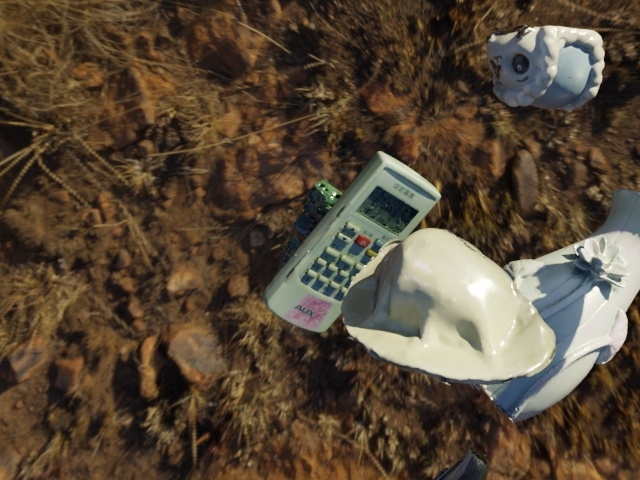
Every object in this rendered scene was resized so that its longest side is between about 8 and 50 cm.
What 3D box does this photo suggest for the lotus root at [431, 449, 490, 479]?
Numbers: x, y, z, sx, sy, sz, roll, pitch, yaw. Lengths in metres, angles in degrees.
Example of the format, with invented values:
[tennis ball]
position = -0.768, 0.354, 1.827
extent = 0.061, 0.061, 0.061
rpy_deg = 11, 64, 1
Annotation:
[lotus root]
position = 0.153, 0.265, 0.929
extent = 0.037, 0.030, 0.083
rpy_deg = 30, 121, -20

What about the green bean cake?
[green bean cake]
position = 0.000, 0.000, 1.681
extent = 0.107, 0.193, 0.208
rpy_deg = 37, 93, 16

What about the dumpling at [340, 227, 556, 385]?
[dumpling]
position = 0.114, 0.072, 0.863
extent = 0.172, 0.247, 0.142
rpy_deg = -32, 129, -25

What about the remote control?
[remote control]
position = 0.048, 0.012, 1.466
extent = 0.145, 0.050, 0.344
rpy_deg = 28, 110, -32

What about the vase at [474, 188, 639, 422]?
[vase]
position = 0.434, 0.107, 1.492
extent = 0.445, 0.250, 0.250
rpy_deg = -41, 91, -2

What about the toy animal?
[toy animal]
position = 0.422, -0.329, 1.639
extent = 0.204, 0.208, 0.156
rpy_deg = -3, 98, -25
